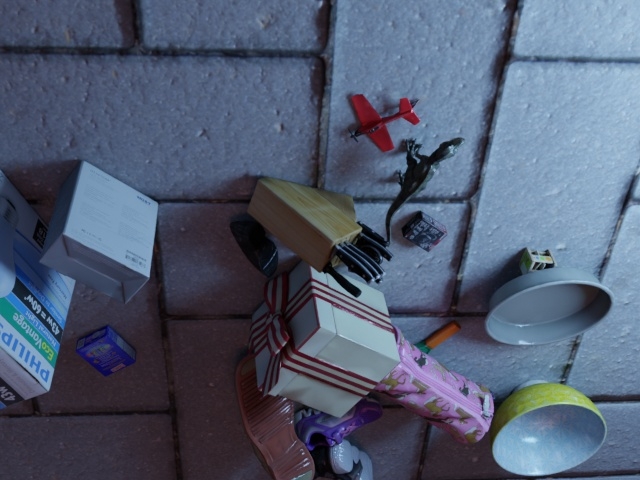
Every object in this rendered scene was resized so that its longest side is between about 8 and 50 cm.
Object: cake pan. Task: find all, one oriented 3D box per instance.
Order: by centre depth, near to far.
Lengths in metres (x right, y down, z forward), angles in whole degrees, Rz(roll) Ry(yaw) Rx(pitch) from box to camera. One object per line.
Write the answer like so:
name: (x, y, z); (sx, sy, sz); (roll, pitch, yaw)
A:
cake pan: (0.510, 0.149, 1.881); (0.293, 0.054, 0.293); (-4, 146, -3)

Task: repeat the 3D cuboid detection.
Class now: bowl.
bowl: (0.558, 0.448, 2.109); (0.290, 0.156, 0.289); (-2, 130, -3)

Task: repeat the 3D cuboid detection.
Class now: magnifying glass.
magnifying glass: (0.243, 0.265, 2.017); (0.092, 0.026, 0.231); (35, 120, -29)

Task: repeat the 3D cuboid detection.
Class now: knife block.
knife block: (0.000, 0.000, 1.632); (0.276, 0.242, 0.088); (13, 126, -15)

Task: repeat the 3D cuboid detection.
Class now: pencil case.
pencil case: (0.245, 0.339, 1.961); (0.386, 0.160, 0.167); (35, 120, -29)

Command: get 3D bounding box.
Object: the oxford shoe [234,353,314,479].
oxford shoe: (-0.143, 0.446, 2.055); (0.140, 0.146, 0.397); (-26, 113, -27)

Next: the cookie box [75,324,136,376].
cookie box: (-0.495, 0.257, 1.925); (0.092, 0.040, 0.107); (-26, 127, 15)

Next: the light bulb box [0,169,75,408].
light bulb box: (-0.668, 0.082, 1.559); (0.225, 0.361, 0.358); (-21, 129, 12)

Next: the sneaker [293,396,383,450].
sneaker: (0.047, 0.472, 2.115); (0.236, 0.104, 0.095); (-16, 128, 6)

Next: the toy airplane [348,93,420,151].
toy airplane: (0.125, -0.228, 1.594); (0.151, 0.028, 0.151); (-3, 131, -4)

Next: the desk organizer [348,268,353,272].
desk organizer: (0.048, 0.031, 1.786); (0.130, 0.050, 0.047); (16, 126, -18)

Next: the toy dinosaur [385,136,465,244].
toy dinosaur: (0.181, -0.122, 1.629); (0.064, 0.118, 0.268); (19, 126, -19)

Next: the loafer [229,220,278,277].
loafer: (-0.138, 0.014, 1.760); (0.061, 0.062, 0.170); (17, 146, 31)

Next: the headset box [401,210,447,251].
headset box: (0.225, -0.017, 1.775); (0.083, 0.032, 0.062); (29, 122, -27)

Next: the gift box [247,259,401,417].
gift box: (-0.017, 0.226, 1.810); (0.258, 0.255, 0.276); (28, 116, -27)

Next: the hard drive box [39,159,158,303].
hard drive box: (-0.413, -0.019, 1.583); (0.181, 0.232, 0.089); (32, 121, -26)

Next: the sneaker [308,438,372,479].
sneaker: (0.037, 0.608, 2.236); (0.153, 0.101, 0.268); (-10, 143, 23)

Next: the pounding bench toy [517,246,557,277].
pounding bench toy: (0.481, 0.065, 1.854); (0.065, 0.052, 0.083); (6, 129, -11)
